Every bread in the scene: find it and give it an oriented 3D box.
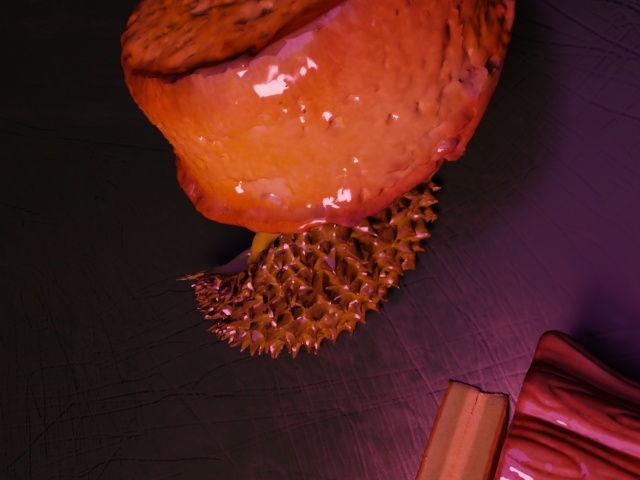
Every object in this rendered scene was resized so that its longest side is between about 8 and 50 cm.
[{"bbox_3d":[0.152,0.231,0.788,0.074,0.084,0.139,8,59,27],"label":"bread"},{"bbox_3d":[-0.005,-0.196,0.730,0.398,0.215,0.398,-19,46,22],"label":"bread"}]

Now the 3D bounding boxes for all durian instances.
[{"bbox_3d":[0.000,0.000,0.847,0.352,0.158,0.169,-47,34,15],"label":"durian"}]

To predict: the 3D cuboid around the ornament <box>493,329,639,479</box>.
[{"bbox_3d":[0.263,0.215,0.626,0.217,0.221,0.235,14,100,23],"label":"ornament"}]
